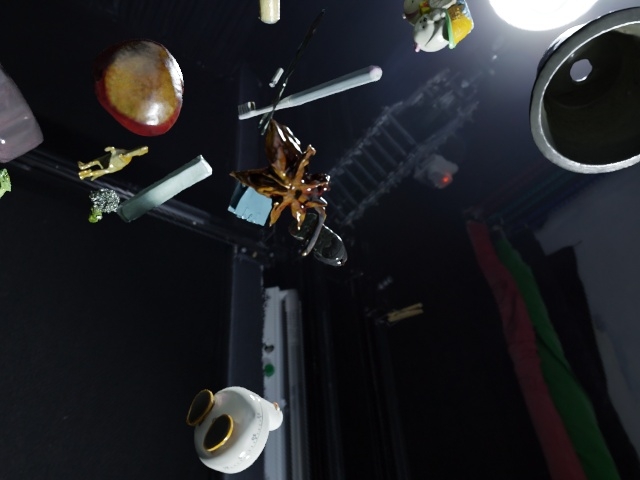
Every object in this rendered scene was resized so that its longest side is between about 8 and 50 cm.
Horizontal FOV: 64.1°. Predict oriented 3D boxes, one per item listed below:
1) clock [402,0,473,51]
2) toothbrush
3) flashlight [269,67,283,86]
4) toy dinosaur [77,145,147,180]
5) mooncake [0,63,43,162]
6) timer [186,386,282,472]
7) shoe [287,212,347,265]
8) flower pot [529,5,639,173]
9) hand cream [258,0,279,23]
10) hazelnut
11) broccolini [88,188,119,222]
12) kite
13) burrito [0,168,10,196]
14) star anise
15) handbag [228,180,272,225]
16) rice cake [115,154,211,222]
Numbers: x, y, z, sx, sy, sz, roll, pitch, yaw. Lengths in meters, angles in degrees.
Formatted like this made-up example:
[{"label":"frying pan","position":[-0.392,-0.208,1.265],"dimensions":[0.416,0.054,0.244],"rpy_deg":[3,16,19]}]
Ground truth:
[{"label":"clock","position":[0.275,-0.540,1.227],"dimensions":[0.103,0.144,0.231],"rpy_deg":[45,-150,-52]},{"label":"toothbrush","position":[-0.034,-0.270,0.949],"dimensions":[0.025,0.342,0.030],"rpy_deg":[-22,-75,-49]},{"label":"flashlight","position":[-0.164,-0.603,1.892],"dimensions":[0.018,0.018,0.083],"rpy_deg":[48,-125,-40]},{"label":"toy dinosaur","position":[-0.369,-0.140,0.925],"dimensions":[0.126,0.162,0.039],"rpy_deg":[-19,-85,-13]},{"label":"mooncake","position":[-0.706,-0.287,1.039],"dimensions":[0.283,0.283,0.141],"rpy_deg":[47,-116,-2]},{"label":"timer","position":[-0.240,0.547,1.479],"dimensions":[0.240,0.233,0.234],"rpy_deg":[42,-148,-40]},{"label":"shoe","position":[0.000,0.000,1.893],"dimensions":[0.291,0.114,0.137],"rpy_deg":[39,173,36]},{"label":"flower pot","position":[0.470,-0.269,0.868],"dimensions":[0.268,0.269,0.166],"rpy_deg":[32,-148,-20]},{"label":"hand cream","position":[-0.113,-0.583,1.123],"dimensions":[0.083,0.203,0.084],"rpy_deg":[1,-139,-1]},{"label":"hazelnut","position":[-0.446,-0.370,1.264],"dimensions":[0.229,0.229,0.230],"rpy_deg":[27,-139,-26]},{"label":"broccolini","position":[-0.542,-0.084,1.262],"dimensions":[0.067,0.216,0.058],"rpy_deg":[19,-105,-24]},{"label":"kite","position":[-0.060,-0.328,0.992],"dimensions":[0.011,0.335,0.315],"rpy_deg":[26,-123,-14]},{"label":"burrito","position":[-0.951,-0.079,1.424],"dimensions":[0.104,0.288,0.054],"rpy_deg":[48,-170,4]},{"label":"star anise","position":[-0.070,-0.107,1.172],"dimensions":[0.148,0.237,0.347],"rpy_deg":[-66,-36,-49]},{"label":"handbag","position":[-0.236,-0.137,1.795],"dimensions":[0.057,0.144,0.221],"rpy_deg":[23,179,20]},{"label":"rice cake","position":[-0.505,-0.161,1.639],"dimensions":[0.066,0.336,0.063],"rpy_deg":[59,-177,-26]}]
